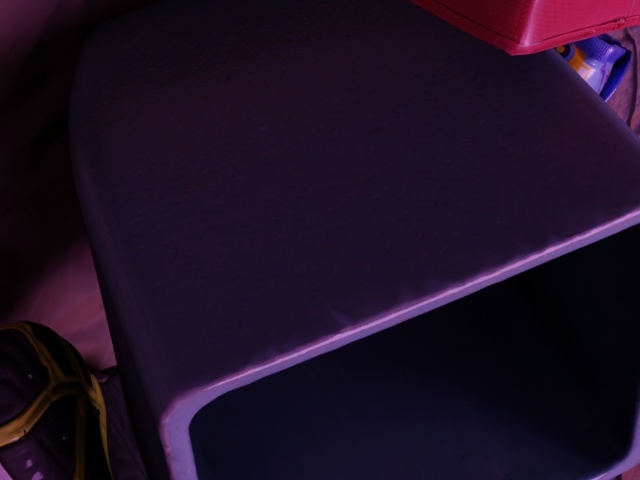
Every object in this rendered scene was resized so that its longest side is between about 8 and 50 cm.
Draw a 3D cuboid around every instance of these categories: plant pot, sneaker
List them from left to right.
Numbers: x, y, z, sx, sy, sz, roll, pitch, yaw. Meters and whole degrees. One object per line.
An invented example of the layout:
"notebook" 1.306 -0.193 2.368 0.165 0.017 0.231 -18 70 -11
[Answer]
"sneaker" -0.165 0.144 1.110 0.147 0.145 0.384 -20 156 6
"plant pot" 0.000 0.000 0.971 0.248 0.252 0.247 -22 148 -12

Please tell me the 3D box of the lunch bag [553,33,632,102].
"lunch bag" 0.089 -0.055 1.248 0.221 0.138 0.293 -56 166 10

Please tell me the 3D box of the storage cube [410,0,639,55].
"storage cube" 0.093 -0.220 0.910 0.184 0.215 0.193 -17 133 -47
